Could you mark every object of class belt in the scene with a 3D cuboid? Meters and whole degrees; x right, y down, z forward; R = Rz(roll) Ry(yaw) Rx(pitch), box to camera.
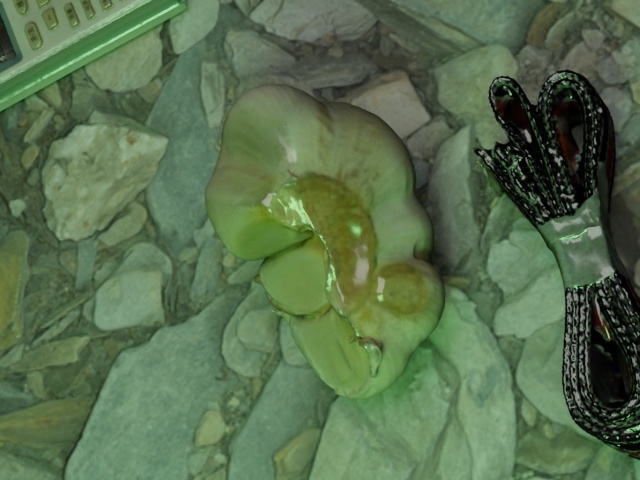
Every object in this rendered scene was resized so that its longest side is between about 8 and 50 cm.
[{"bbox_3d":[0.233,0.018,1.733,0.126,0.094,0.359,-21,67,10],"label":"belt"}]

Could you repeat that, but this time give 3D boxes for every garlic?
[{"bbox_3d":[0.008,-0.014,1.779,0.185,0.203,0.281,-41,100,-24],"label":"garlic"}]

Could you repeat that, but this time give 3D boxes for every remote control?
[{"bbox_3d":[-0.277,-0.219,2.014,0.277,0.055,0.103,-28,64,8],"label":"remote control"}]
